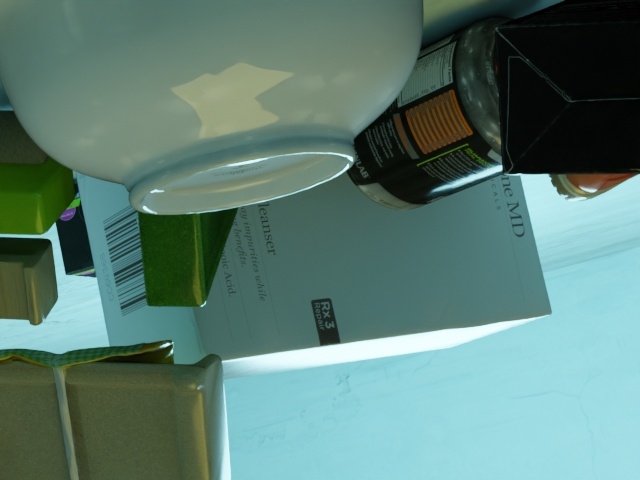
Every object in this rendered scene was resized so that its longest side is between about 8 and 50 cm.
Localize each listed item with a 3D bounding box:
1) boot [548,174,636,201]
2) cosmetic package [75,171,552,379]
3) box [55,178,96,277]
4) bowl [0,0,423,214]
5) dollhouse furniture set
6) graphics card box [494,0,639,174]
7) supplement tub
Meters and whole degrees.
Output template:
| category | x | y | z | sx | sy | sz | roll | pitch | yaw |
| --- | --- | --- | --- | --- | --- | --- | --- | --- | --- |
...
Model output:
| category | x | y | z | sx | sy | sz | roll | pitch | yaw |
| --- | --- | --- | --- | --- | --- | --- | --- | --- | --- |
| boot | 0.252 | -0.083 | 1.235 | 0.158 | 0.059 | 0.084 | -32 | 178 | -28 |
| cosmetic package | 0.000 | 0.000 | 1.451 | 0.385 | 0.217 | 0.156 | -8 | 170 | -36 |
| box | -0.200 | -0.014 | 1.491 | 0.062 | 0.083 | 0.052 | -16 | 170 | 22 |
| bowl | -0.060 | -0.097 | 1.023 | 0.298 | 0.134 | 0.298 | -13 | 172 | -2 |
| dollhouse furniture set | -0.166 | 0.057 | 1.234 | 0.198 | 0.301 | 0.151 | 2 | -149 | 5 |
| graphics card box | 0.266 | -0.115 | 1.033 | 0.233 | 0.094 | 0.371 | 1 | -168 | 20 |
| supplement tub | 0.111 | -0.101 | 1.282 | 0.117 | 0.117 | 0.190 | -4 | 168 | -43 |
